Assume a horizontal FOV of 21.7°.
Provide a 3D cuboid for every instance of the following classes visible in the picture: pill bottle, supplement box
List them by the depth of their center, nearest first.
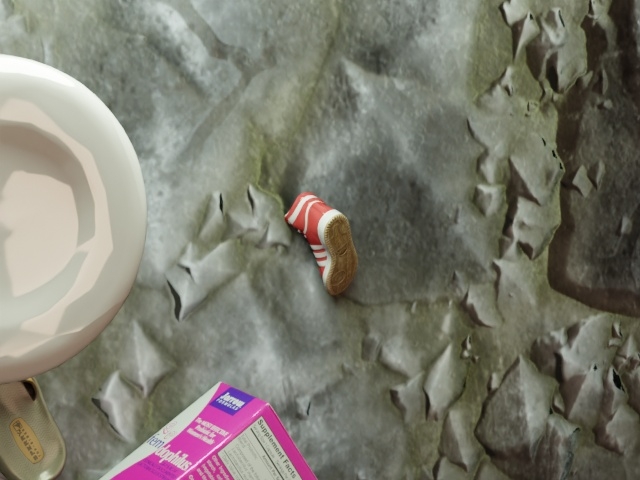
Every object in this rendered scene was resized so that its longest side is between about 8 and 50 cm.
[{"bbox_3d":[-0.312,-0.035,1.289,0.229,0.407,0.229,-4,99,-29],"label":"pill bottle"},{"bbox_3d":[-0.128,0.253,1.613,0.220,0.111,0.114,-38,113,-21],"label":"supplement box"}]

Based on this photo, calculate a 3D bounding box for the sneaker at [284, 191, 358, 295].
[{"bbox_3d":[0.000,0.000,1.695,0.042,0.067,0.118,-34,143,-24],"label":"sneaker"}]

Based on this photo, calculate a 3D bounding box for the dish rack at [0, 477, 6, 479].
[{"bbox_3d":[-0.404,0.349,1.493,0.285,0.072,0.333,28,82,-30],"label":"dish rack"}]

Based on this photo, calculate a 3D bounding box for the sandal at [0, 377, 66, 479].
[{"bbox_3d":[-0.299,0.144,1.526,0.090,0.060,0.219,-37,114,-21],"label":"sandal"}]
